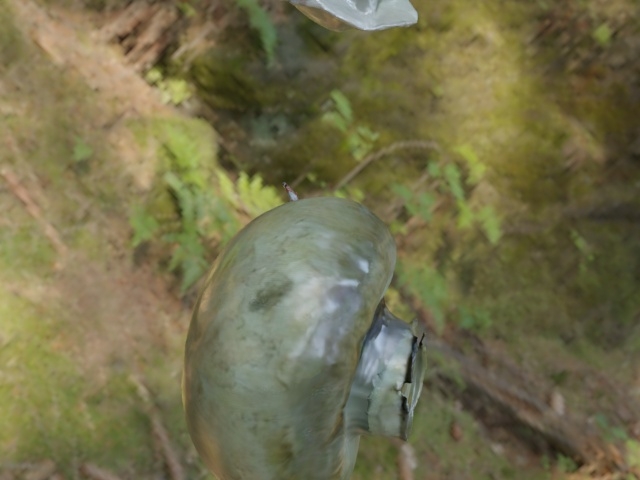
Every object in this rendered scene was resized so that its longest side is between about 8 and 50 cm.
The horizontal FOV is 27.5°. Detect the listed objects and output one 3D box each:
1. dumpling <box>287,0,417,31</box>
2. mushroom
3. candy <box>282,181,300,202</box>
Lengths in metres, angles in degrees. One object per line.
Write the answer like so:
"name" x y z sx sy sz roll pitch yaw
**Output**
"dumpling" -0.001 -0.295 1.448 0.151 0.124 0.229 -24 54 -36
"mushroom" -0.015 0.121 1.435 0.260 0.352 0.352 11 11 8
"candy" -0.001 0.001 1.857 0.292 0.059 0.086 -125 -164 -57
